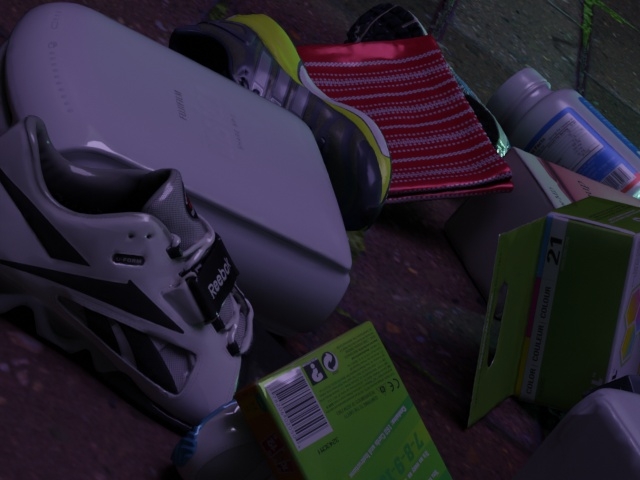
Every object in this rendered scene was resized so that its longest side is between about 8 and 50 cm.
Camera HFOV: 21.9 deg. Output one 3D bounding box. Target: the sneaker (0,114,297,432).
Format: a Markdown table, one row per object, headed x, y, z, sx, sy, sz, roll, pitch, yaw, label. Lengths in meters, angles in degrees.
| x | y | z | sx | sy | sz | roll | pitch | yaw | label |
| --- | --- | --- | --- | --- | --- | --- | --- | --- | --- |
| -0.114 | 0.031 | 1.203 | 0.330 | 0.146 | 0.122 | 32 | 23 | -19 | sneaker |

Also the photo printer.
| x | y | z | sx | sy | sz | roll | pitch | yaw | label |
| --- | --- | --- | --- | --- | --- | --- | --- | --- | --- |
| -0.134 | -0.069 | 1.389 | 0.307 | 0.107 | 0.256 | 26 | 27 | -27 | photo printer |

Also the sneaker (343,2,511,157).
| x | y | z | sx | sy | sz | roll | pitch | yaw | label |
| --- | --- | --- | --- | --- | --- | --- | --- | --- | --- |
| 0.128 | -0.161 | 1.965 | 0.283 | 0.110 | 0.122 | 56 | 11 | 29 | sneaker |

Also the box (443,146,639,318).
| x | y | z | sx | sy | sz | roll | pitch | yaw | label |
| --- | --- | --- | --- | --- | --- | --- | --- | --- | --- |
| 0.275 | 0.016 | 1.793 | 0.232 | 0.127 | 0.148 | 18 | 31 | -39 | box |

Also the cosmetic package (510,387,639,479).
| x | y | z | sx | sy | sz | roll | pitch | yaw | label |
| --- | --- | --- | --- | --- | --- | --- | --- | --- | --- |
| 0.253 | 0.331 | 0.960 | 0.393 | 0.329 | 0.327 | 15 | 33 | -43 | cosmetic package |

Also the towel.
| x | y | z | sx | sy | sz | roll | pitch | yaw | label |
| --- | --- | --- | --- | --- | --- | --- | --- | --- | --- |
| 0.074 | -0.134 | 1.781 | 0.199 | 0.031 | 0.275 | -6 | 40 | -14 | towel |

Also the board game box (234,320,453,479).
| x | y | z | sx | sy | sz | roll | pitch | yaw | label |
| --- | --- | --- | --- | --- | --- | --- | --- | --- | --- |
| 0.048 | 0.195 | 1.145 | 0.124 | 0.039 | 0.259 | -25 | 85 | -44 | board game box |

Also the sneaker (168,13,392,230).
| x | y | z | sx | sy | sz | roll | pitch | yaw | label |
| --- | --- | --- | --- | --- | --- | --- | --- | --- | --- |
| -0.047 | -0.113 | 1.620 | 0.121 | 0.111 | 0.300 | -6 | 43 | -46 | sneaker |

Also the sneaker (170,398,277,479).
| x | y | z | sx | sy | sz | roll | pitch | yaw | label |
| --- | --- | --- | --- | --- | --- | --- | --- | --- | --- |
| -0.003 | 0.169 | 1.187 | 0.228 | 0.087 | 0.092 | 13 | 42 | -38 | sneaker |

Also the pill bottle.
| x | y | z | sx | sy | sz | roll | pitch | yaw | label |
| --- | --- | --- | --- | --- | --- | --- | --- | --- | --- |
| 0.311 | -0.111 | 2.071 | 0.221 | 0.124 | 0.124 | 47 | 25 | 18 | pill bottle |

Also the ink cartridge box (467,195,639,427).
| x | y | z | sx | sy | sz | roll | pitch | yaw | label |
| --- | --- | --- | --- | --- | --- | --- | --- | --- | --- |
| 0.236 | 0.073 | 1.542 | 0.097 | 0.189 | 0.255 | 15 | 15 | 24 | ink cartridge box |

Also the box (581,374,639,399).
| x | y | z | sx | sy | sz | roll | pitch | yaw | label |
| --- | --- | --- | --- | --- | --- | --- | --- | --- | --- |
| 0.348 | 0.224 | 1.539 | 0.232 | 0.059 | 0.183 | 10 | 61 | -48 | box |
